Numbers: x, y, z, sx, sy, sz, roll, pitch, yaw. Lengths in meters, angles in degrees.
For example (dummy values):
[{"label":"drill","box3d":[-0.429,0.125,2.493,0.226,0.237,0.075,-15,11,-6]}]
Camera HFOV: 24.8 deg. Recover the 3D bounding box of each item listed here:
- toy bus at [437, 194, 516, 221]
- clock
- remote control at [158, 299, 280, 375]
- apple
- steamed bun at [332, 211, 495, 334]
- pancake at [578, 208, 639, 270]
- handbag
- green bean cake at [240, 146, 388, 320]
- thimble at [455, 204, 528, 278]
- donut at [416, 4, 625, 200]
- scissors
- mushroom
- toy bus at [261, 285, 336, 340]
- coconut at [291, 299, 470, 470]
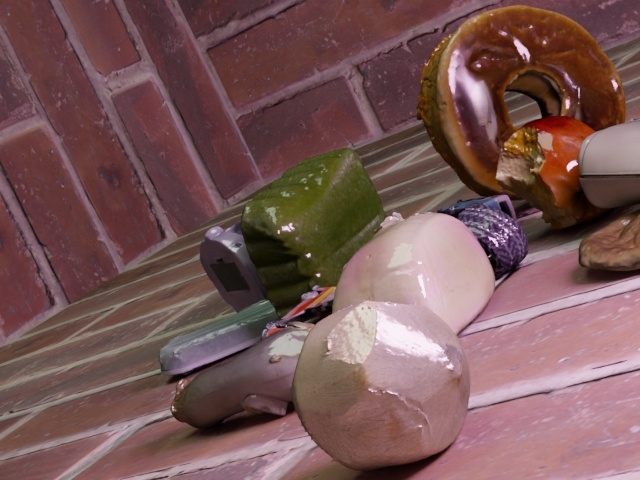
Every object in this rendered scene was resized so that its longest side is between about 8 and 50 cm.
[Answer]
[{"label":"toy bus","box3d":[0.243,-0.036,2.252,0.075,0.060,0.123,-24,9,-26]},{"label":"clock","box3d":[-0.056,0.009,2.477,0.254,0.189,0.189,-31,9,-26]},{"label":"remote control","box3d":[-0.140,0.148,2.284,0.247,0.052,0.104,-23,9,1]},{"label":"apple","box3d":[0.340,-0.092,2.006,0.147,0.156,0.158,-28,36,-26]},{"label":"steamed bun","box3d":[0.107,0.046,1.798,0.170,0.152,0.239,-22,6,29]},{"label":"pancake","box3d":[0.408,-0.020,1.693,0.222,0.042,0.236,-23,9,-12]},{"label":"handbag","box3d":[0.484,-0.095,1.774,0.241,0.109,0.315,-15,11,-30]},{"label":"green bean cake","box3d":[0.000,0.000,2.194,0.125,0.222,0.248,-15,15,39]},{"label":"thimble","box3d":[0.221,0.007,1.941,0.104,0.095,0.066,28,55,35]},{"label":"donut","box3d":[0.310,-0.205,2.297,0.330,0.330,0.160,-29,-1,-24]},{"label":"scissors","box3d":[0.058,0.069,1.955,0.160,0.024,0.317,23,30,38]},{"label":"mushroom","box3d":[-0.084,0.173,1.798,0.278,0.099,0.096,-24,2,34]},{"label":"toy bus","box3d":[-0.008,0.122,1.959,0.077,0.079,0.174,-9,16,31]},{"label":"coconut","box3d":[0.062,0.132,1.365,0.162,0.161,0.161,-30,4,39]}]
